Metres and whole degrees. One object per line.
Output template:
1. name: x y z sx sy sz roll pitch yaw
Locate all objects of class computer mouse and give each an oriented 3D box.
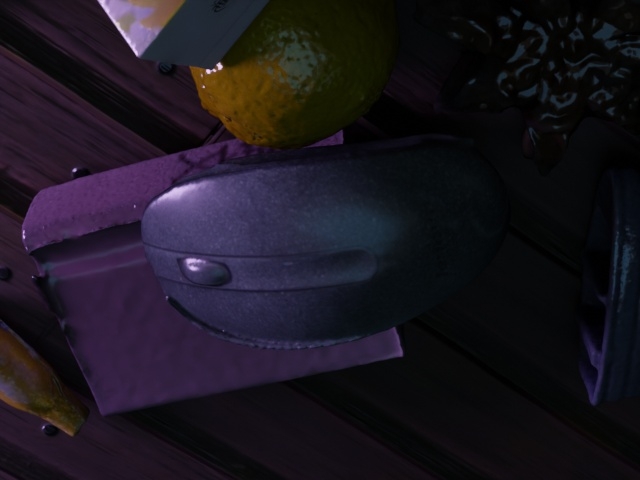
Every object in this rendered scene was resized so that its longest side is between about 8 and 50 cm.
1. computer mouse: -0.001 0.000 1.337 0.374 0.114 0.203 -13 119 10

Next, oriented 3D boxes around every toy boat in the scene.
1. toy boat: 0.327 0.045 1.492 0.078 0.127 0.283 0 120 0

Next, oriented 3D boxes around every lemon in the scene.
1. lemon: -0.024 -0.189 1.309 0.231 0.192 0.192 -33 116 17

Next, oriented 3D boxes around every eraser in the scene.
1. eraser: -0.109 0.033 1.500 0.359 0.122 0.272 -13 123 10

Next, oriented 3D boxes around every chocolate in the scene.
1. chocolate: -0.362 0.155 1.611 0.085 0.085 0.219 -35 120 21

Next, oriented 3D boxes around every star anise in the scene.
1. star anise: 0.246 -0.211 1.341 0.315 0.108 0.315 4 128 5

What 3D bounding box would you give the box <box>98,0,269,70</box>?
1. box: -0.135 -0.309 1.203 0.194 0.111 0.260 -47 68 25
